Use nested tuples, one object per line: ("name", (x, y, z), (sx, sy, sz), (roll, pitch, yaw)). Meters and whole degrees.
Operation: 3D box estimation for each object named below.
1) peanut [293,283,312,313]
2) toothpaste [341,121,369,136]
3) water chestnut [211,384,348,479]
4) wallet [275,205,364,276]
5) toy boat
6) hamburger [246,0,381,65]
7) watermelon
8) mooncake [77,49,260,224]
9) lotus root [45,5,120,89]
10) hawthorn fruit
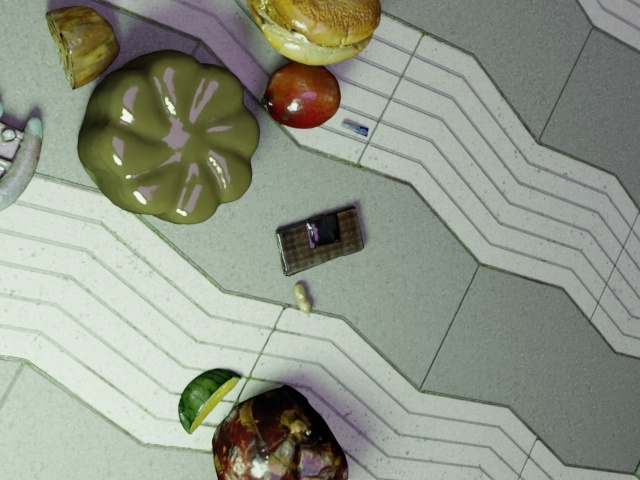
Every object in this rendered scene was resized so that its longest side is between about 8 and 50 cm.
("peanut", (-0.045, 0.147, 1.857), (0.037, 0.037, 0.083), (-32, 107, -20))
("toothpaste", (0.089, -0.283, 1.883), (0.083, 0.015, 0.024), (11, 90, -34))
("water chestnut", (-0.115, 0.535, 1.744), (0.335, 0.335, 0.347), (32, 111, -27))
("wallet", (0.000, 0.000, 1.858), (0.230, 0.042, 0.124), (-19, 107, -23))
("toy boat", (-0.644, -0.159, 1.474), (0.155, 0.085, 0.227), (25, 85, -29))
("hamburger", (-0.010, -0.538, 1.672), (0.314, 0.170, 0.290), (-13, 73, -33))
("watermelon", (-0.280, 0.366, 1.764), (0.181, 0.075, 0.092), (-49, 159, -12))
("mooncake", (-0.309, -0.216, 1.578), (0.378, 0.201, 0.378), (-4, 100, -27))
("lotus root", (-0.485, -0.409, 1.523), (0.135, 0.095, 0.159), (-38, 118, -22))
("hawthorn fruit", (-0.051, -0.336, 1.713), (0.188, 0.169, 0.169), (-7, 100, -39))
